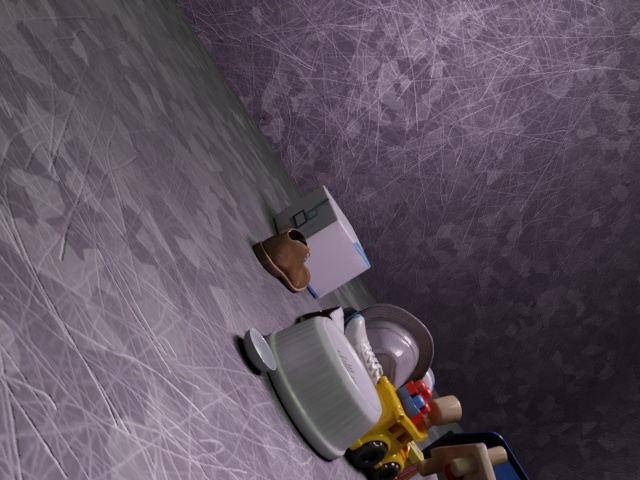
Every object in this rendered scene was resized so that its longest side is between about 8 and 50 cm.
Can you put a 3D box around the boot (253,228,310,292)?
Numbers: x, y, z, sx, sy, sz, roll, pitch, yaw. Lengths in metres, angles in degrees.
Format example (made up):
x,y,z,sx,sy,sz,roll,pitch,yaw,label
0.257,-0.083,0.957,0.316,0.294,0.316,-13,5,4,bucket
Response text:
x,y,z,sx,sy,sz,roll,pitch,yaw,label
-0.065,0.053,1.911,0.112,0.115,0.305,59,5,22,boot

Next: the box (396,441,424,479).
x,y,z,sx,sy,sz,roll,pitch,yaw,label
0.166,0.483,1.786,0.232,0.087,0.058,57,9,-23,box

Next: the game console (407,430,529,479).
x,y,z,sx,sy,sz,roll,pitch,yaw,label
0.398,0.653,1.883,0.293,0.250,0.173,57,-6,-7,game console

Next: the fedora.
x,y,z,sx,sy,sz,roll,pitch,yaw,label
0.139,0.303,1.806,0.243,0.275,0.124,41,32,-2,fedora

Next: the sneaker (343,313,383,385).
x,y,z,sx,sy,sz,roll,pitch,yaw,label
0.096,0.282,1.686,0.087,0.092,0.229,-25,117,-68,sneaker

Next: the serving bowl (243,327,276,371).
x,y,z,sx,sy,sz,roll,pitch,yaw,label
-0.110,0.195,1.270,0.083,0.027,0.083,57,6,-9,serving bowl

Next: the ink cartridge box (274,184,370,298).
x,y,z,sx,sy,sz,roll,pitch,yaw,label
0.000,0.000,2.263,0.198,0.197,0.270,55,8,-27,ink cartridge box

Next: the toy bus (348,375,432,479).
x,y,z,sx,sy,sz,roll,pitch,yaw,label
0.157,0.394,1.575,0.220,0.211,0.149,55,6,-41,toy bus

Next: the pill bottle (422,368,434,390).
x,y,z,sx,sy,sz,roll,pitch,yaw,label
0.333,0.509,2.635,0.152,0.152,0.272,60,6,11,pill bottle

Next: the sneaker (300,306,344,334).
x,y,z,sx,sy,sz,roll,pitch,yaw,label
0.008,0.236,1.772,0.290,0.105,0.123,-42,119,-81,sneaker

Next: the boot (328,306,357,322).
x,y,z,sx,sy,sz,roll,pitch,yaw,label
0.124,0.277,2.059,0.207,0.094,0.246,33,3,21,boot

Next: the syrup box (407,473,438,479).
x,y,z,sx,sy,sz,roll,pitch,yaw,label
0.317,0.703,1.849,0.237,0.096,0.093,57,8,-7,syrup box

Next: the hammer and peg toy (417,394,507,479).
x,y,z,sx,sy,sz,roll,pitch,yaw,label
0.318,0.527,1.616,0.266,0.127,0.362,129,-51,-66,hammer and peg toy

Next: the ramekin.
x,y,z,sx,sy,sz,roll,pitch,yaw,label
0.012,0.270,1.404,0.273,0.127,0.273,58,7,-11,ramekin
